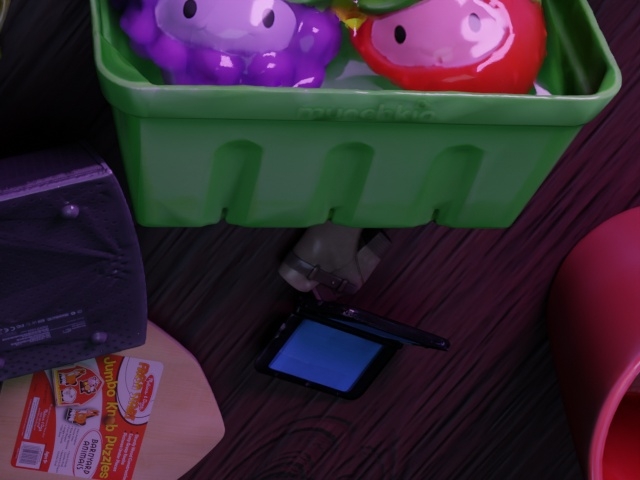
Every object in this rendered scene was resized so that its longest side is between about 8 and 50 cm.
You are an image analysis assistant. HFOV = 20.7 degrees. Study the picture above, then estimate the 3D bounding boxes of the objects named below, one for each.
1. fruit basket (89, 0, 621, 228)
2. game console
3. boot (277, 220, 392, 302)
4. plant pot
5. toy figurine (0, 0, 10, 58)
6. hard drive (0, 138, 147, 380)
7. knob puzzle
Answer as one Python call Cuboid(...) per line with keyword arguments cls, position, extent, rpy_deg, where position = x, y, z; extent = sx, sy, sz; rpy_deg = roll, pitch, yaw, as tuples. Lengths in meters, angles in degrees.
Cuboid(cls="fruit basket", position=(0.017, -0.207, 1.242), extent=(0.392, 0.283, 0.392), rpy_deg=(-6, 134, -6))
Cuboid(cls="game console", position=(0.027, 0.096, 1.465), extent=(0.122, 0.107, 0.071), rpy_deg=(20, 83, -37))
Cuboid(cls="boot", position=(0.000, 0.000, 1.444), extent=(0.087, 0.042, 0.118), rpy_deg=(-38, 116, 10))
Cuboid(cls="plant pot", position=(0.315, 0.104, 1.446), extent=(0.275, 0.243, 0.275), rpy_deg=(-5, 115, -10))
Cuboid(cls="toy figurine", position=(-0.339, -0.018, 1.252), extent=(0.191, 0.217, 0.362), rpy_deg=(19, 110, -27))
Cuboid(cls="hard drive", position=(-0.220, 0.020, 1.305), extent=(0.172, 0.054, 0.254), rpy_deg=(-14, 150, -8))
Cuboid(cls="knob puzzle", position=(-0.176, 0.144, 1.481), extent=(0.213, 0.030, 0.213), rpy_deg=(-5, 115, -10))
